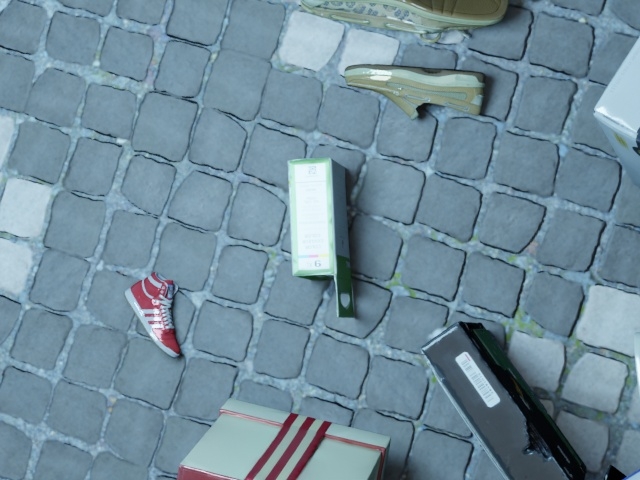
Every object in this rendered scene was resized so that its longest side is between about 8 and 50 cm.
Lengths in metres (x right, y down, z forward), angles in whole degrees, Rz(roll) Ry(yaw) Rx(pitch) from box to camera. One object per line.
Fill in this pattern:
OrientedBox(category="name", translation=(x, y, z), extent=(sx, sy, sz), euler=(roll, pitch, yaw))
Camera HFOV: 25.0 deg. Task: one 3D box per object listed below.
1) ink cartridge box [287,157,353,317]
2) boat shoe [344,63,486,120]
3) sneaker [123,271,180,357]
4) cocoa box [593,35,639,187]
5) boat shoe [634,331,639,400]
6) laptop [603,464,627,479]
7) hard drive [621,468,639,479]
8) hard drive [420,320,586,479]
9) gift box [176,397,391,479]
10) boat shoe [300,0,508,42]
OrientedBox(category="ink cartridge box", translation=(0.000, 0.000, 1.910), extent=(0.062, 0.109, 0.209), euler=(-4, 85, 10))
OrientedBox(category="boat shoe", translation=(0.123, -0.196, 1.928), extent=(0.190, 0.068, 0.072), euler=(6, 98, 11))
OrientedBox(category="sneaker", translation=(-0.212, 0.098, 1.975), extent=(0.067, 0.042, 0.118), euler=(-38, 78, 9))
OrientedBox(category="cocoa box", translation=(0.497, -0.144, 1.692), extent=(0.228, 0.347, 0.231), euler=(33, 91, 23))
OrientedBox(category="boat shoe", translation=(0.459, 0.267, 1.802), extent=(0.099, 0.116, 0.319), euler=(-9, 79, 13))
OrientedBox(category="laptop", translation=(0.272, 0.393, 1.770), extent=(0.264, 0.234, 0.136), euler=(-20, 66, 16))
OrientedBox(category="hard drive", translation=(0.470, 0.379, 1.718), extent=(0.210, 0.040, 0.318), euler=(-29, 115, -10))
OrientedBox(category="hard drive", translation=(0.226, 0.209, 1.736), extent=(0.064, 0.339, 0.237), euler=(-36, 81, 8))
OrientedBox(category="gift box", translation=(-0.064, 0.370, 1.825), extent=(0.255, 0.258, 0.276), euler=(17, 108, 9))
OrientedBox(category="boat shoe", translation=(0.110, -0.329, 1.936), extent=(0.285, 0.089, 0.104), euler=(13, 62, 9))
